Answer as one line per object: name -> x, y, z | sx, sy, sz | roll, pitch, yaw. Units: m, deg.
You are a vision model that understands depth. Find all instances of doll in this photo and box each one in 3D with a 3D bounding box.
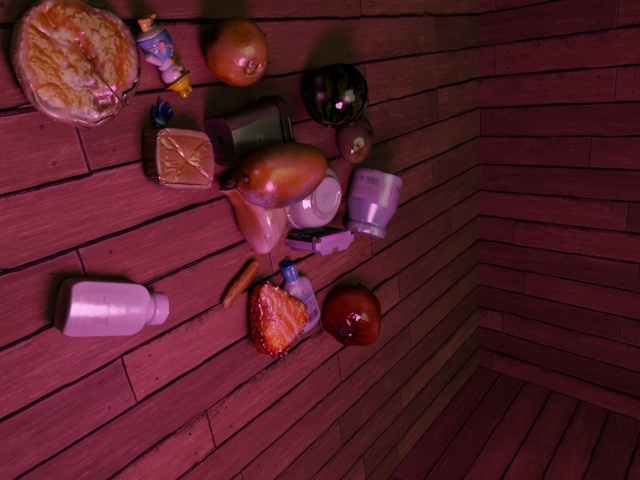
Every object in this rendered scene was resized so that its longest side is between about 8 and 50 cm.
doll -> -0.461, -0.539, 1.339 | 0.098, 0.135, 0.241 | -33, 126, -5

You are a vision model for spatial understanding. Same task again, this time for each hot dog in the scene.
hot dog -> -0.305, 0.159, 1.711 | 0.216, 0.047, 0.066 | -56, 171, -22

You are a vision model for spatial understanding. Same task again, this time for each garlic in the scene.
garlic -> -0.214, -0.123, 1.654 | 0.313, 0.249, 0.286 | 59, 13, -30

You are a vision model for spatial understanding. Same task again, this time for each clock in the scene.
clock -> 0.000, 0.000, 1.913 | 0.253, 0.186, 0.083 | -14, 107, -45

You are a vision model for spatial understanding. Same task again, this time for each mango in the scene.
mango -> -0.109, -0.217, 1.479 | 0.384, 0.199, 0.221 | -26, 160, -50

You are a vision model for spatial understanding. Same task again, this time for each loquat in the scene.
loquat -> -0.272, -0.609, 1.458 | 0.213, 0.213, 0.213 | -14, 109, -46

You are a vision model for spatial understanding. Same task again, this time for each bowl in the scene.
bowl -> -0.025, -0.186, 1.870 | 0.307, 0.163, 0.307 | -14, 111, -43

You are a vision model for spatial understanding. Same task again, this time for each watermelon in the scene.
watermelon -> 0.067, -0.574, 1.814 | 0.269, 0.269, 0.269 | -14, 109, -46

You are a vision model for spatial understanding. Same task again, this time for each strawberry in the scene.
strawberry -> -0.205, 0.321, 1.794 | 0.280, 0.150, 0.253 | 40, 64, -31

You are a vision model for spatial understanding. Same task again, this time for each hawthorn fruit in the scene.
hawthorn fruit -> 0.154, 0.351, 2.120 | 0.311, 0.295, 0.295 | -22, 117, -70

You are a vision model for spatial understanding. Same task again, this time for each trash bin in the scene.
trash bin -> -0.239, -0.364, 1.553 | 0.250, 0.219, 0.220 | -26, 117, -35

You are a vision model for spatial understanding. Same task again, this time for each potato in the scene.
potato -> 0.156, -0.453, 2.015 | 0.178, 0.160, 0.235 | 85, 27, -54

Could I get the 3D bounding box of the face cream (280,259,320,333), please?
face cream -> -0.097, 0.236, 1.937 | 0.163, 0.080, 0.337 | -40, 126, -34

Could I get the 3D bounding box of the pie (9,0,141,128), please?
pie -> -0.628, -0.462, 1.186 | 0.339, 0.077, 0.339 | -17, 114, -43

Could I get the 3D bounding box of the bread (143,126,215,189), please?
bread -> -0.442, -0.253, 1.417 | 0.209, 0.109, 0.192 | -10, 100, -47

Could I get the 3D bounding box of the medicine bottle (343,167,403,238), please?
medicine bottle -> 0.235, -0.167, 2.102 | 0.245, 0.245, 0.290 | 14, 91, -49

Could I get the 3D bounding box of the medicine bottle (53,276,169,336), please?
medicine bottle -> -0.606, 0.196, 1.336 | 0.296, 0.111, 0.161 | 9, 93, -47

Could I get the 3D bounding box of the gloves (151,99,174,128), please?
gloves -> -0.488, -0.390, 1.393 | 0.064, 0.026, 0.086 | 45, 65, -41

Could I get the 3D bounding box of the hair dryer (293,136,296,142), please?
hair dryer -> -0.115, -0.318, 1.736 | 0.195, 0.075, 0.219 | 33, 39, -54
